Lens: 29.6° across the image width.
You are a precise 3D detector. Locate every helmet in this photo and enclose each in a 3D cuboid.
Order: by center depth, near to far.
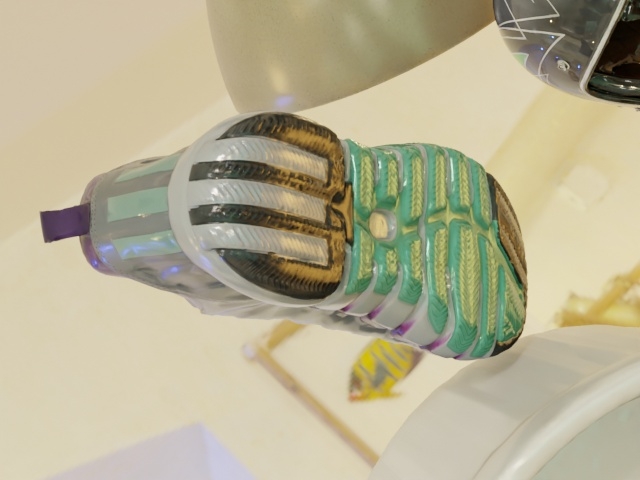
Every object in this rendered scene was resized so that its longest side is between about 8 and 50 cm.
[{"bbox_3d":[0.198,-0.174,0.837,0.162,0.169,0.169,15,-60,-22],"label":"helmet"}]

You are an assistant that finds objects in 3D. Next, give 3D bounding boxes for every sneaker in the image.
[{"bbox_3d":[0.000,0.000,0.477,0.224,0.098,0.083,20,-111,-52],"label":"sneaker"}]

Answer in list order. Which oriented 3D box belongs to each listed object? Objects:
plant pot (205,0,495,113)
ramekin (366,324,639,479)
[{"bbox_3d":[0.015,-0.255,1.018,0.284,0.284,0.191,-36,-67,-25],"label":"plant pot"},{"bbox_3d":[0.141,0.168,0.532,0.277,0.277,0.135,-45,16,-8],"label":"ramekin"}]
